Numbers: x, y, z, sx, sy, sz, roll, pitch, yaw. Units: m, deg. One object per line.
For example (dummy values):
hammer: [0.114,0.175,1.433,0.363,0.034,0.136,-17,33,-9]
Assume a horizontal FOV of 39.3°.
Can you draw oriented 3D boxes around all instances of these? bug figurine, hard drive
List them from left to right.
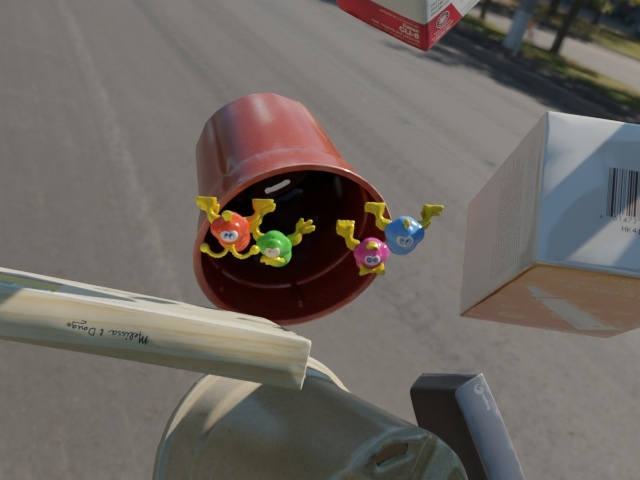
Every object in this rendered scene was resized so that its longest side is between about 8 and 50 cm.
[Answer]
bug figurine: [0.000,0.000,1.044,0.279,0.072,0.216,1,-10,5]
hard drive: [0.220,0.320,1.312,0.054,0.254,0.172,-22,3,-27]

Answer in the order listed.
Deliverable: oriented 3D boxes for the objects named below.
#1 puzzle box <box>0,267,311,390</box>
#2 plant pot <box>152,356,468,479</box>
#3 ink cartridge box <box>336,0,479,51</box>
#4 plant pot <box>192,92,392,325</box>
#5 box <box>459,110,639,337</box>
puzzle box: [-0.235,0.078,0.929,0.409,0.052,0.272,12,-2,-12]
plant pot: [0.008,0.317,1.111,0.334,0.333,0.305,5,-2,-35]
ink cartridge box: [0.093,-0.312,0.898,0.127,0.176,0.128,35,68,27]
plant pot: [-0.065,-0.064,1.294,0.272,0.272,0.265,11,33,-24]
box: [0.311,0.000,1.064,0.215,0.168,0.345,8,-14,-2]
